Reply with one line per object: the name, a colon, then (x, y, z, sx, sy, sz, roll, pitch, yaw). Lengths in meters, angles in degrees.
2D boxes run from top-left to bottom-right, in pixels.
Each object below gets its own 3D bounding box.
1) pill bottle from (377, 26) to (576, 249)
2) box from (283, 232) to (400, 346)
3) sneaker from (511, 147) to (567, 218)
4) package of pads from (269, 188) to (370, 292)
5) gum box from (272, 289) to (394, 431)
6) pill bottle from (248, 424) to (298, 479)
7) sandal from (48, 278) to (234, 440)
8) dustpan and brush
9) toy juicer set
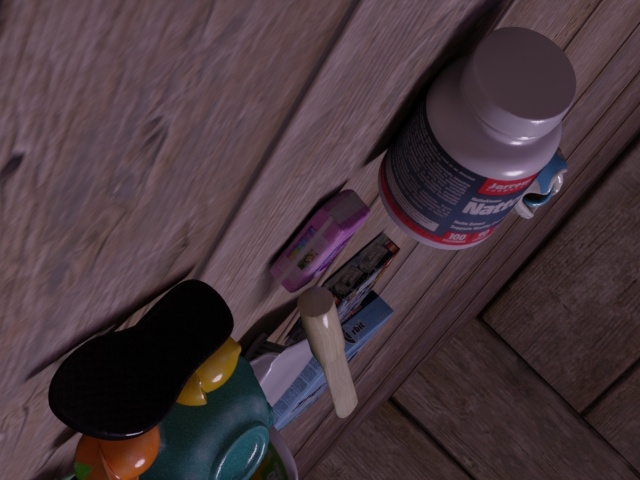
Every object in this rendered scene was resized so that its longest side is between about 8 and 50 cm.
pill bottle: (0.120, -0.078, 1.456, 0.108, 0.108, 0.180, -40, 171, -32)
box: (0.021, 0.057, 1.938, 0.094, 0.027, 0.137, -41, 171, -34)
sneaker: (0.193, -0.061, 1.989, 0.087, 0.092, 0.229, -46, 174, -10)
package of pads: (0.000, 0.000, 1.507, 0.083, 0.032, 0.050, -51, 169, 36)
gum box: (-0.011, 0.154, 2.227, 0.157, 0.041, 0.184, -36, 169, -51)
pill bottle: (-0.144, 0.243, 1.624, 0.245, 0.136, 0.136, -40, 171, -36)
sandal: (-0.114, 0.081, 1.221, 0.040, 0.067, 0.179, -37, -179, 34)
dustpan and brush: (-0.085, 0.150, 1.809, 0.211, 0.060, 0.147, -55, 168, 19)
toy juicer set: (-0.089, 0.124, 1.509, 0.329, 0.089, 0.209, -34, 145, -37)
